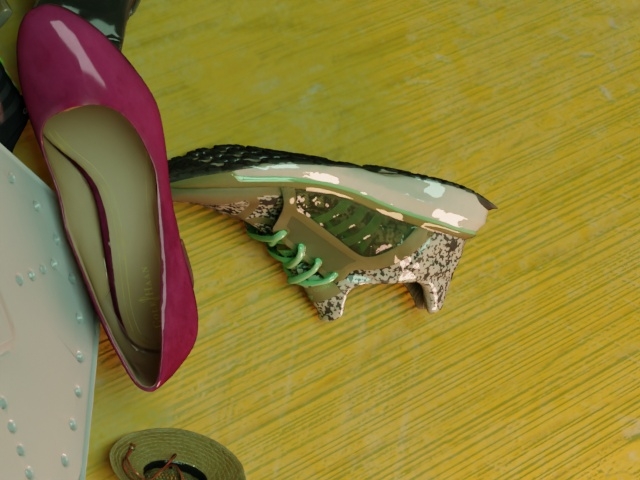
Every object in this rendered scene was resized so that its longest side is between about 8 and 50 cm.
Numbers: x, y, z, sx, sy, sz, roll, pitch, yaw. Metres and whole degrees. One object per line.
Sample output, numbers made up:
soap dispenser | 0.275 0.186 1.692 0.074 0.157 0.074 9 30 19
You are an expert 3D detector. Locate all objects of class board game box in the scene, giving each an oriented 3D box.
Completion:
board game box | -0.337 0.063 1.464 0.390 0.050 0.390 47 33 -45

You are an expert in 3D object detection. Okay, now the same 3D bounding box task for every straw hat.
straw hat | -0.154 0.257 1.689 0.144 0.144 0.061 2 118 -29

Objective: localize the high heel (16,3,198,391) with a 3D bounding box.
high heel | -0.206 -0.040 1.588 0.181 0.127 0.377 -87 155 -60

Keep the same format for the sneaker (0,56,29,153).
sneaker | -0.339 -0.150 1.621 0.097 0.084 0.234 -16 125 -40

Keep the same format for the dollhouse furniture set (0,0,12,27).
dollhouse furniture set | -0.360 -0.366 1.612 0.242 0.161 0.212 -48 129 10

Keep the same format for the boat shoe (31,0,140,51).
boat shoe | -0.235 -0.289 1.711 0.123 0.120 0.324 26 76 -10

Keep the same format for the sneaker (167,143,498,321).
sneaker | 0.000 0.000 1.789 0.410 0.158 0.182 8 94 -23
